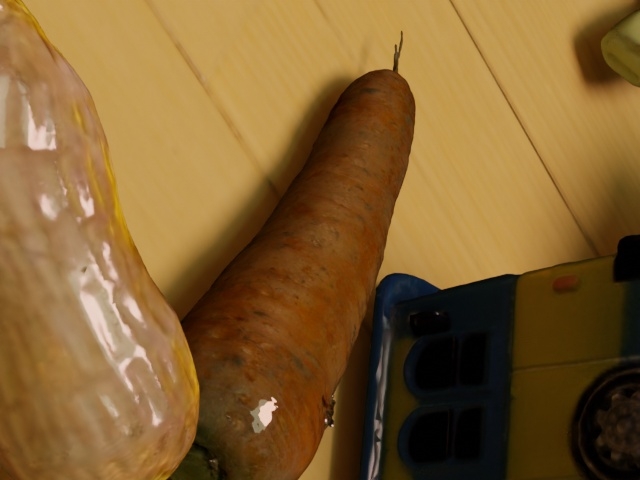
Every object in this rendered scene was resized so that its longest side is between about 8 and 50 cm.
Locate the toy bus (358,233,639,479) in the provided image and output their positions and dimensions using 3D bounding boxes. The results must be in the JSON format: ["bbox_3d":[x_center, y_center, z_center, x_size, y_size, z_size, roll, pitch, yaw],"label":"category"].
[{"bbox_3d":[0.110,0.154,0.855,0.138,0.175,0.288,29,59,-47],"label":"toy bus"}]

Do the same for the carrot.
[{"bbox_3d":[0.000,0.000,0.839,0.078,0.078,0.298,58,37,-27],"label":"carrot"}]

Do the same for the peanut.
[{"bbox_3d":[-0.105,0.003,0.673,0.087,0.087,0.207,-41,116,-50],"label":"peanut"}]

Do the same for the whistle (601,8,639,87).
[{"bbox_3d":[0.269,-0.135,1.214,0.294,0.141,0.141,-31,108,-33],"label":"whistle"}]
